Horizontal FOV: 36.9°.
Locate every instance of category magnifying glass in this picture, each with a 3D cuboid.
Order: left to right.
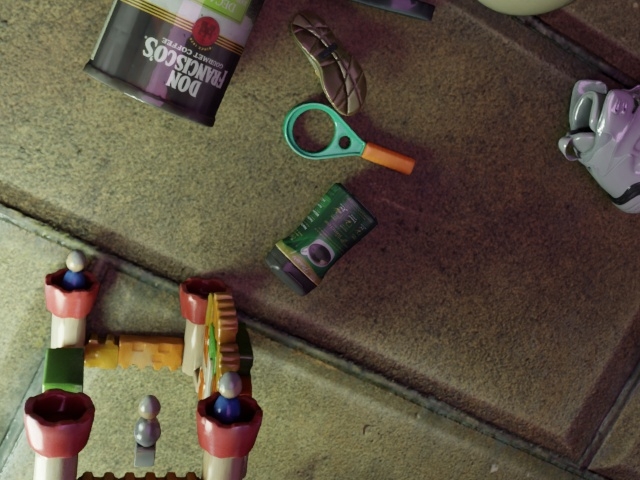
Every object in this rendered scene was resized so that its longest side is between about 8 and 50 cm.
[{"bbox_3d":[0.048,-0.159,1.574,0.230,0.026,0.092,19,99,-18],"label":"magnifying glass"}]

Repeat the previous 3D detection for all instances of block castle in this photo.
[{"bbox_3d":[-0.252,0.181,1.368,0.302,0.453,0.213,4,111,-13],"label":"block castle"}]

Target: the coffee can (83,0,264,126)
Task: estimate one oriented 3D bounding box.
[{"bbox_3d":[-0.195,-0.329,1.378,0.201,0.201,0.276,22,98,-18],"label":"coffee can"}]

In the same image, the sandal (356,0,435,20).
[{"bbox_3d":[0.061,-0.396,1.485,0.254,0.097,0.055,8,103,-26],"label":"sandal"}]

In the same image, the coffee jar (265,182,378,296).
[{"bbox_3d":[0.000,0.000,1.575,0.184,0.079,0.096,-45,113,0],"label":"coffee jar"}]

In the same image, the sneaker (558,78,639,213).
[{"bbox_3d":[0.564,-0.241,1.616,0.210,0.137,0.366,31,99,-22],"label":"sneaker"}]

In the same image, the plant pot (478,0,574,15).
[{"bbox_3d":[0.359,-0.489,1.476,0.284,0.191,0.284,-4,105,-13],"label":"plant pot"}]

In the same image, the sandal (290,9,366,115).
[{"bbox_3d":[0.013,-0.283,1.526,0.072,0.049,0.180,-35,95,-9],"label":"sandal"}]
